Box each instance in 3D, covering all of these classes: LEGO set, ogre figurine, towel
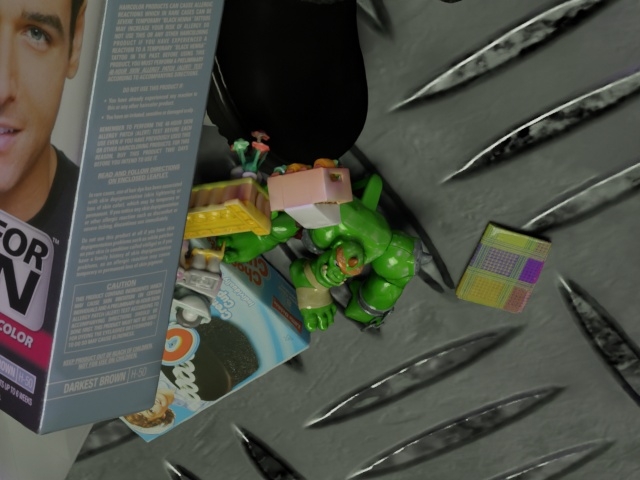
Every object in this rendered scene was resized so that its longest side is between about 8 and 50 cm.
[{"bbox_3d":[-0.085,-0.035,1.446,0.132,0.107,0.287,19,152,-20],"label":"LEGO set"},{"bbox_3d":[0.000,0.000,1.582,0.197,0.097,0.118,48,134,-12],"label":"ogre figurine"},{"bbox_3d":[0.152,0.024,1.638,0.060,0.009,0.083,16,126,-7],"label":"towel"}]

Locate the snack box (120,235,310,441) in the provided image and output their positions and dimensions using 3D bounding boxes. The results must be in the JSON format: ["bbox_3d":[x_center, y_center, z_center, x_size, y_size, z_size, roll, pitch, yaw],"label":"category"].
[{"bbox_3d":[-0.179,0.016,1.624,0.187,0.060,0.322,-32,119,25],"label":"snack box"}]

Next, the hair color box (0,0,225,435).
[{"bbox_3d":[-0.181,-0.080,1.337,0.185,0.114,0.374,25,112,37],"label":"hair color box"}]

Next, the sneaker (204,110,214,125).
[{"bbox_3d":[-0.162,-0.147,1.478,0.258,0.091,0.094,27,124,-16],"label":"sneaker"}]

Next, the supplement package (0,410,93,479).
[{"bbox_3d":[-0.332,0.126,1.580,0.199,0.198,0.263,43,142,-24],"label":"supplement package"}]

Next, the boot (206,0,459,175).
[{"bbox_3d":[0.022,-0.180,1.348,0.260,0.131,0.348,8,134,37],"label":"boot"}]
